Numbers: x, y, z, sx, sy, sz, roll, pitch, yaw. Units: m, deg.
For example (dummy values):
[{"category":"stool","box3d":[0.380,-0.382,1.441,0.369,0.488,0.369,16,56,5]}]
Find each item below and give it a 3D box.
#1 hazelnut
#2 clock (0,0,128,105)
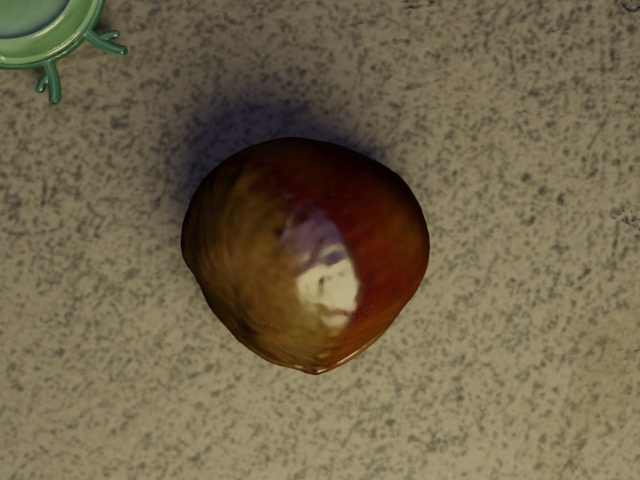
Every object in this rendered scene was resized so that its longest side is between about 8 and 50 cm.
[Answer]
[{"category":"hazelnut","box3d":[0.000,0.000,0.741,0.208,0.208,0.208,0,88,-4]},{"category":"clock","box3d":[-0.261,-0.225,0.782,0.159,0.066,0.211,-39,91,-3]}]
